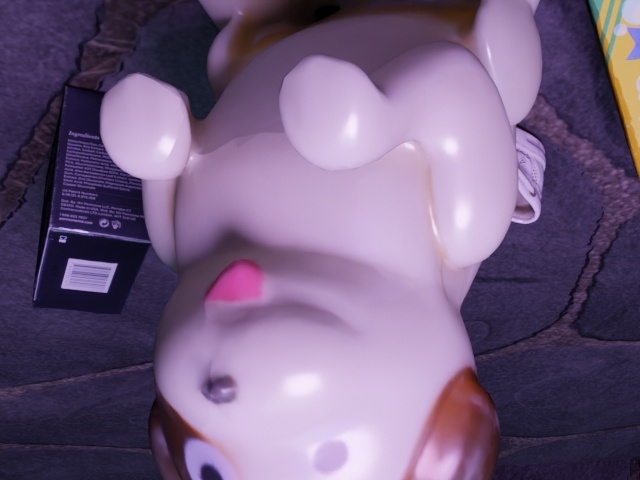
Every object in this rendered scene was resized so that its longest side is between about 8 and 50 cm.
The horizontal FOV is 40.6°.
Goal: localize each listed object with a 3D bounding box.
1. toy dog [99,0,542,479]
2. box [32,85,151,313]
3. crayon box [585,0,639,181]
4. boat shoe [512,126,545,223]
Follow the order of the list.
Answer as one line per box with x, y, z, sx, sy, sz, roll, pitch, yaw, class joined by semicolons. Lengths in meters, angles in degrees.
0.004;-0.003;0.607;0.284;0.408;0.395;3;146;15;toy dog
-0.218;-0.034;0.834;0.093;0.158;0.156;8;148;-20;box
0.310;-0.168;0.638;0.203;0.083;0.323;-17;124;19;crayon box
0.131;-0.085;0.865;0.277;0.096;0.098;17;147;-32;boat shoe
